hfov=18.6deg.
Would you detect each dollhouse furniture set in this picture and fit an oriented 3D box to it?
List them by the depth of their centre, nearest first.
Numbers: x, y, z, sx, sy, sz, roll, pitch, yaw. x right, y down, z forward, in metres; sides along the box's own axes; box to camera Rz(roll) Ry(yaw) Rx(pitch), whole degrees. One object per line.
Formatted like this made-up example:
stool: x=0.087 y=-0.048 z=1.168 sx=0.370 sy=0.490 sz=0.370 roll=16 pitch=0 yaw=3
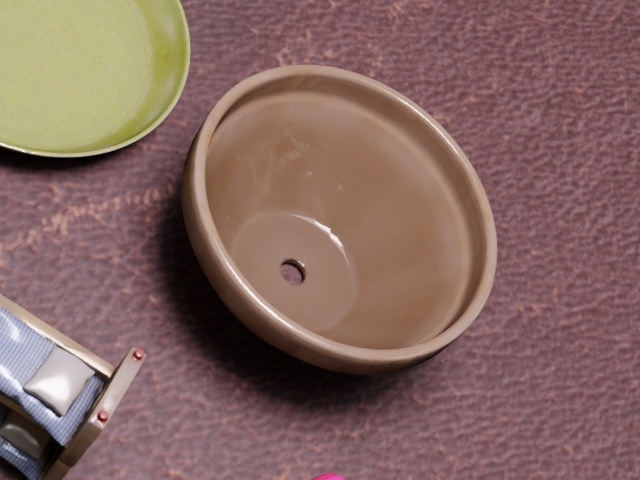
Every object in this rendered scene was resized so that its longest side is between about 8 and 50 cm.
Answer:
dollhouse furniture set: x=-0.217 y=0.127 z=1.201 sx=0.129 sy=0.129 sz=0.184 roll=33 pitch=51 yaw=-6

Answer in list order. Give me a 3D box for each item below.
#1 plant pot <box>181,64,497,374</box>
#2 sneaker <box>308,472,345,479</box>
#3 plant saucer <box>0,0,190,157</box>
plant pot: x=0.000 y=0.000 z=1.407 sx=0.237 sy=0.110 sz=0.237 roll=13 pitch=57 yaw=-20
sneaker: x=0.092 y=0.247 z=1.288 sx=0.299 sy=0.112 sz=0.121 roll=20 pitch=39 yaw=-18
plant saucer: x=-0.214 y=-0.156 z=1.436 sx=0.241 sy=0.037 sz=0.241 roll=13 pitch=57 yaw=-20
